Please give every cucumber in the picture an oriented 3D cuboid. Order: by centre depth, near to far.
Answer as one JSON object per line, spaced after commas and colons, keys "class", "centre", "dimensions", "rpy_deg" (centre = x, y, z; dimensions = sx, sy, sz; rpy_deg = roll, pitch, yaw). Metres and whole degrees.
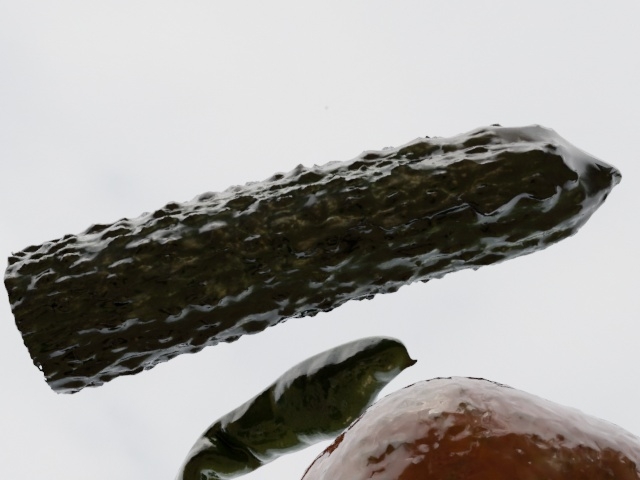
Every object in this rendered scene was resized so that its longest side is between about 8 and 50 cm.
{"class": "cucumber", "centre": [0.000, 0.000, 1.116], "dimensions": [0.359, 0.096, 0.096], "rpy_deg": [-16, -86, 4]}

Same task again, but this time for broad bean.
{"class": "broad bean", "centre": [-0.022, 0.112, 1.188], "dimensions": [0.195, 0.061, 0.046], "rpy_deg": [-37, -56, 14]}

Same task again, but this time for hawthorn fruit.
{"class": "hawthorn fruit", "centre": [0.050, 0.149, 0.643], "dimensions": [0.157, 0.157, 0.194], "rpy_deg": [14, -130, -1]}
